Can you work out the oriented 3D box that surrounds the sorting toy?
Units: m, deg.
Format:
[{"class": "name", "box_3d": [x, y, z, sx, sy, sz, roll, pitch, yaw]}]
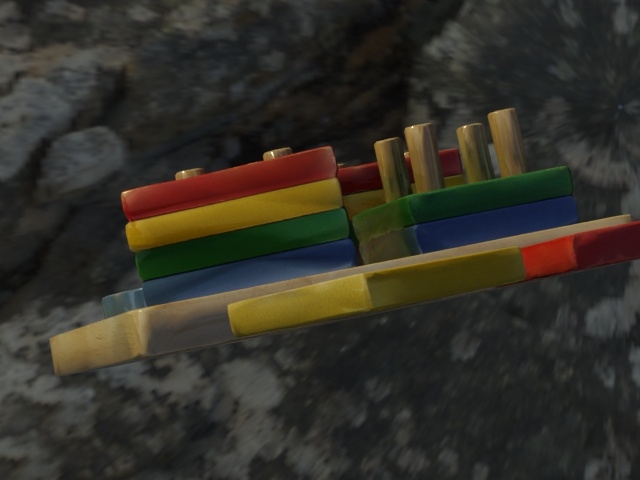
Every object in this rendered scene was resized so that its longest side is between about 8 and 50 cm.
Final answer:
[{"class": "sorting toy", "box_3d": [0.000, 0.000, 0.535, 0.132, 0.274, 0.046, -11, 88, -17]}]
